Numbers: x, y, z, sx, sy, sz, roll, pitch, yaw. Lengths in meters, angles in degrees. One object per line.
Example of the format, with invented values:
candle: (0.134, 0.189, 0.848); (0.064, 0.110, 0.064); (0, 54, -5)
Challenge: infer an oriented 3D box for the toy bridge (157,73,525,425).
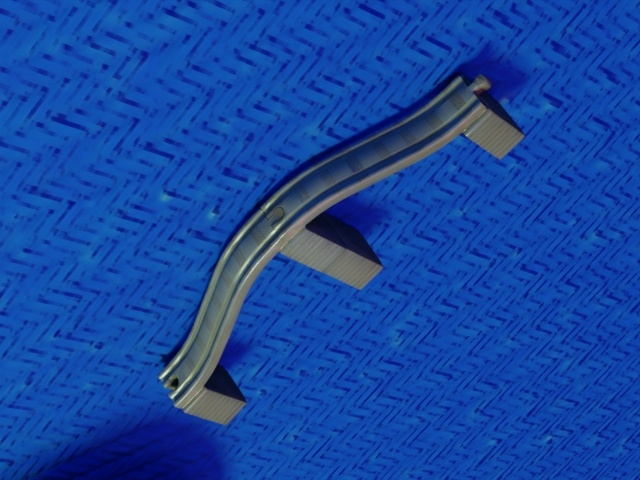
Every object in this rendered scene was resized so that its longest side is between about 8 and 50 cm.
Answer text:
toy bridge: (0.000, 0.000, 0.630); (0.188, 0.026, 0.063); (-45, 143, 15)
